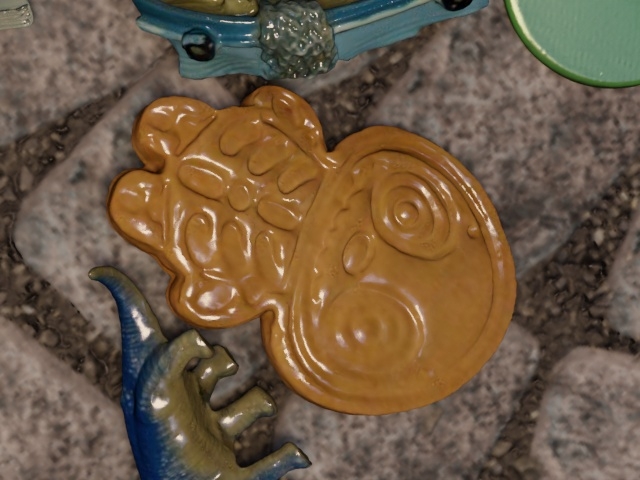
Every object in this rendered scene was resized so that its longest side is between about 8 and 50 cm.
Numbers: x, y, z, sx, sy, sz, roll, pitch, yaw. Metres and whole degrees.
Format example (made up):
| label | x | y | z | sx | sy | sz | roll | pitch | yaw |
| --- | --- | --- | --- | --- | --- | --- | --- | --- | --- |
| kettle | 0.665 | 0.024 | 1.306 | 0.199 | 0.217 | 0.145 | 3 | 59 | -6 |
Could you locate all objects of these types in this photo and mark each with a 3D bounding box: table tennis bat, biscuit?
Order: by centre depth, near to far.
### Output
| label | x | y | z | sx | sy | sz | roll | pitch | yaw |
| --- | --- | --- | --- | --- | --- | --- | --- | --- | --- |
| biscuit | 0.000 | 0.000 | 1.142 | 0.289 | 0.044 | 0.202 | 30 | 71 | -15 |
| table tennis bat | 0.241 | -0.218 | 1.196 | 0.257 | 0.039 | 0.160 | -42 | 101 | 2 |

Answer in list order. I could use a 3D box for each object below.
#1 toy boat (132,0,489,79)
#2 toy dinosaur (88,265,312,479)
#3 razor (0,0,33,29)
| label | x | y | z | sx | sy | sz | roll | pitch | yaw |
| --- | --- | --- | --- | --- | --- | --- | --- | --- | --- |
| toy boat | -0.005 | -0.174 | 1.114 | 0.238 | 0.109 | 0.098 | -18 | 129 | -7 |
| toy dinosaur | -0.123 | 0.146 | 1.156 | 0.188 | 0.075 | 0.247 | -39 | 108 | -1 |
| razor | -0.280 | -0.121 | 1.113 | 0.191 | 0.037 | 0.068 | -24 | 142 | -10 |
